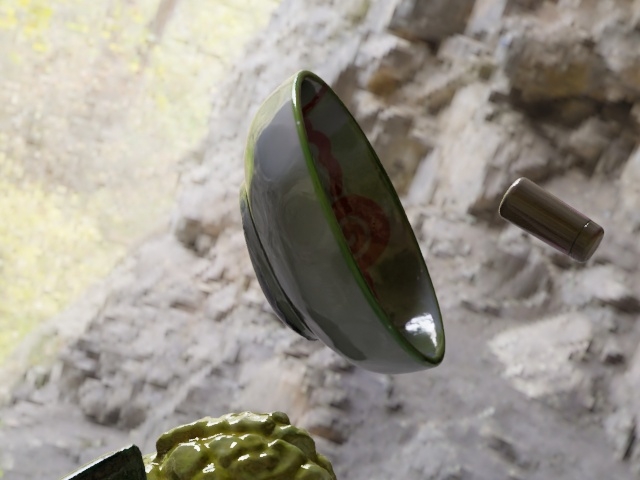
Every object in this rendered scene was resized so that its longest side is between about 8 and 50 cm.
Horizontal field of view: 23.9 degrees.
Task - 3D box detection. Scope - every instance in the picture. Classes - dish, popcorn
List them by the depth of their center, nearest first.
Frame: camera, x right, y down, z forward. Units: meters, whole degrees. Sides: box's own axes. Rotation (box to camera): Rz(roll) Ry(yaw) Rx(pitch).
[{"bbox_3d":[0.000,0.000,1.514,0.124,0.324,0.324,-25,27,14],"label":"dish"},{"bbox_3d":[-0.085,0.280,1.554,0.256,0.255,0.195,13,52,-60],"label":"popcorn"}]

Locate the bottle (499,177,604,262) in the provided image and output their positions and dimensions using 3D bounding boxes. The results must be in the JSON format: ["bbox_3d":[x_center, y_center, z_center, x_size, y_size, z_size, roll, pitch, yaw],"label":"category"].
[{"bbox_3d":[0.219,-0.018,1.436,0.096,0.045,0.045,34,31,18],"label":"bottle"}]

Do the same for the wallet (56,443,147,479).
[{"bbox_3d":[-0.214,0.258,1.086,0.055,0.160,0.236,20,32,36],"label":"wallet"}]
